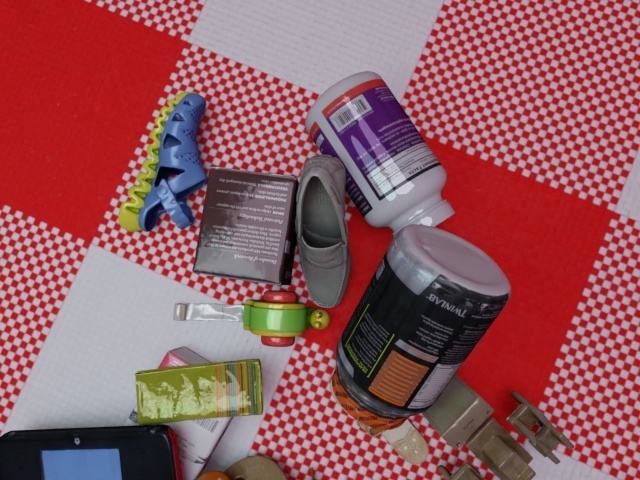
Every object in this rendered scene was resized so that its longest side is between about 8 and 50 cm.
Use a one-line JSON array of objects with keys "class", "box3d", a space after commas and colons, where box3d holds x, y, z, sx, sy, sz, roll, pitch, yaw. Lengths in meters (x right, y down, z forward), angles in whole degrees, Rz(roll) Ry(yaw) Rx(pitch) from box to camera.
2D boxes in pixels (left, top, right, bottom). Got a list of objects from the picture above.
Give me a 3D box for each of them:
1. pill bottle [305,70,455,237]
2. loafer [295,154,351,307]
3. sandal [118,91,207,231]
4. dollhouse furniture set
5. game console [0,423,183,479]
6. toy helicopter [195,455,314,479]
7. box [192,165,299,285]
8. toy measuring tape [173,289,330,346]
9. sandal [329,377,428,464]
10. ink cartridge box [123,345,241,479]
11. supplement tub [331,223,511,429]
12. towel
[{"class": "pill bottle", "box3d": [0.121, -0.154, 0.915, 0.182, 0.181, 0.322, -32, 84, -1]}, {"class": "loafer", "box3d": [0.000, 0.000, 0.884, 0.112, 0.111, 0.319, 2, 117, 14]}, {"class": "sandal", "box3d": [-0.295, -0.151, 0.972, 0.138, 0.126, 0.317, 20, 94, 1]}, {"class": "dollhouse furniture set", "box3d": [0.303, 0.367, 0.900, 0.212, 0.161, 0.242, -45, 106, -2]}, {"class": "game console", "box3d": [-0.419, 0.516, 0.855, 0.387, 0.060, 0.341, -8, 93, 14]}, {"class": "toy helicopter", "box3d": [-0.076, 0.549, 0.818, 0.235, 0.140, 0.355, -19, 44, -16]}, {"class": "box", "box3d": [-0.134, -0.021, 0.919, 0.167, 0.168, 0.203, 7, 85, 3]}, {"class": "toy measuring tape", "box3d": [-0.146, 0.152, 0.931, 0.330, 0.121, 0.121, 3, 85, 3]}, {"class": "sandal", "box3d": [0.120, 0.351, 0.915, 0.240, 0.079, 0.088, 42, 88, 6]}, {"class": "ink cartridge box", "box3d": [-0.277, 0.360, 0.923, 0.172, 0.100, 0.237, 29, 85, 5]}, {"class": "supplement tub", "box3d": [0.157, 0.159, 0.819, 0.207, 0.207, 0.337, 28, 117, 5]}, {"class": "towel", "box3d": [-0.226, 0.283, 0.868, 0.237, 0.021, 0.102, -6, 81, 1]}]
